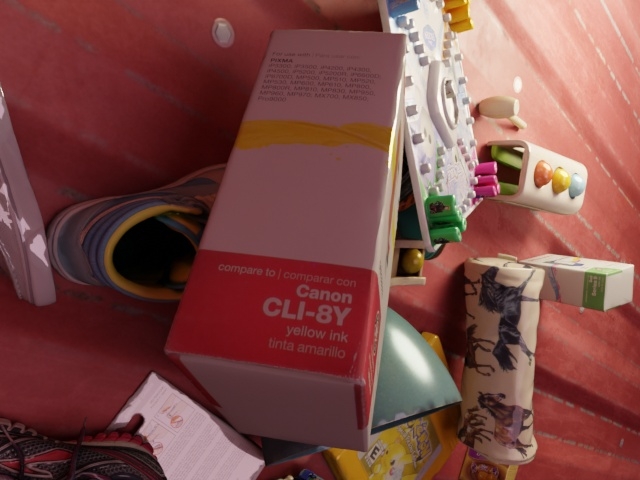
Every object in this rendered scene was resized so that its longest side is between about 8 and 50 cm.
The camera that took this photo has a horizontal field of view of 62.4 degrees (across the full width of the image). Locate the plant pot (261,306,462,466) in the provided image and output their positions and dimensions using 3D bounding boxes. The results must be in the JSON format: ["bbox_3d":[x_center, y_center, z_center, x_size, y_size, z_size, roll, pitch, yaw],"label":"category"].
[{"bbox_3d":[0.035,0.189,0.782,0.290,0.290,0.196,1,61,-40],"label":"plant pot"}]

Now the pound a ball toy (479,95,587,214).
[{"bbox_3d":[0.471,-0.175,1.148,0.319,0.135,0.208,7,93,-41],"label":"pound a ball toy"}]

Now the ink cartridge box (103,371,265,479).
[{"bbox_3d":[-0.206,0.314,0.731,0.224,0.056,0.181,43,69,-17],"label":"ink cartridge box"}]

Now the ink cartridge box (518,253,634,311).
[{"bbox_3d":[0.603,0.095,1.259,0.154,0.212,0.093,-7,99,-39],"label":"ink cartridge box"}]

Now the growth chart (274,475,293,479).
[{"bbox_3d":[-0.134,0.494,0.828,0.171,0.021,0.238,16,87,-40],"label":"growth chart"}]

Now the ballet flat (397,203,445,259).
[{"bbox_3d":[0.179,-0.138,0.942,0.124,0.116,0.343,-41,120,-50],"label":"ballet flat"}]

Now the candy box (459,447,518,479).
[{"bbox_3d":[0.404,0.488,1.228,0.053,0.109,0.187,26,80,-40],"label":"candy box"}]

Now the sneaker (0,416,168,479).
[{"bbox_3d":[-0.310,0.263,0.569,0.299,0.112,0.121,10,90,-32],"label":"sneaker"}]

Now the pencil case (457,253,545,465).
[{"bbox_3d":[0.372,0.230,1.093,0.183,0.159,0.411,11,82,-74],"label":"pencil case"}]

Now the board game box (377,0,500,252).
[{"bbox_3d":[0.209,-0.220,0.846,0.390,0.050,0.391,-31,111,-59],"label":"board game box"}]

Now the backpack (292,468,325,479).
[{"bbox_3d":[0.017,0.471,0.834,0.117,0.173,0.158,-39,128,-42],"label":"backpack"}]

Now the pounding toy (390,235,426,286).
[{"bbox_3d":[0.077,-0.003,0.832,0.269,0.154,0.155,3,96,-41],"label":"pounding toy"}]

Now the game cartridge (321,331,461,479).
[{"bbox_3d":[0.165,0.389,1.045,0.323,0.052,0.286,-39,121,-28],"label":"game cartridge"}]

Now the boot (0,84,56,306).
[{"bbox_3d":[-0.352,-0.045,0.513,0.123,0.095,0.259,-18,101,-31],"label":"boot"}]

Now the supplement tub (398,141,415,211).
[{"bbox_3d":[0.079,-0.137,0.820,0.190,0.117,0.117,43,70,-27],"label":"supplement tub"}]

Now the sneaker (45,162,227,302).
[{"bbox_3d":[-0.129,-0.013,0.620,0.318,0.208,0.127,-25,112,-36],"label":"sneaker"}]

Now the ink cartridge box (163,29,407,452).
[{"bbox_3d":[0.000,0.000,0.585,0.279,0.160,0.385,79,18,-58],"label":"ink cartridge box"}]
